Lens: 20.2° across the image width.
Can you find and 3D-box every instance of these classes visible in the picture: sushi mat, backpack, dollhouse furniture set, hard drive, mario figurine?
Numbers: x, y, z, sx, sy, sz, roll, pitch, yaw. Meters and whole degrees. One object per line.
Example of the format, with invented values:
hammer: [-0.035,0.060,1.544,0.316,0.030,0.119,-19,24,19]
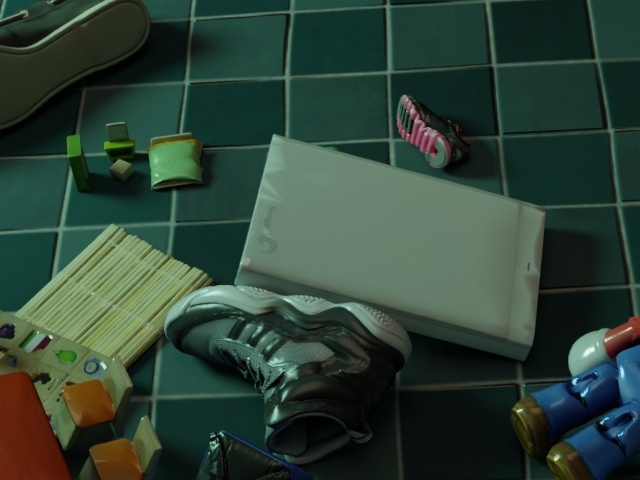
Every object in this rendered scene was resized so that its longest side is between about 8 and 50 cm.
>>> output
sushi mat: [-0.265,0.105,1.899,0.151,0.019,0.316,24,53,28]
backpack: [-0.068,0.255,1.675,0.098,0.101,0.120,23,84,31]
dollhouse furniture set: [-0.267,0.230,1.652,0.262,0.135,0.259,-12,55,-26]
dollhouse furniture set: [-0.212,-0.101,2.069,0.151,0.059,0.076,-8,45,-1]
hard drive: [0.079,0.004,1.887,0.307,0.040,0.203,15,46,-3]
mario figurine: [0.355,0.152,1.744,0.320,0.170,0.198,-28,85,-7]

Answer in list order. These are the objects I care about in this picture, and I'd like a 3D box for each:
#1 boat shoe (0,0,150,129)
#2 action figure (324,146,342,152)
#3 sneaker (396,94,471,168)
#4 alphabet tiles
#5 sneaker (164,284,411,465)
boat shoe: [-0.364,-0.218,2.181,0.335,0.112,0.095,-27,31,-27]
action figure: [0.000,0.000,1.943,0.137,0.063,0.232,17,46,19]
sneaker: [0.132,-0.127,2.077,0.057,0.047,0.119,-11,46,-28]
alphabet tiles: [-0.349,0.171,1.824,0.198,0.009,0.237,20,51,26]
sneaker: [-0.052,0.134,1.789,0.268,0.101,0.153,5,55,24]
